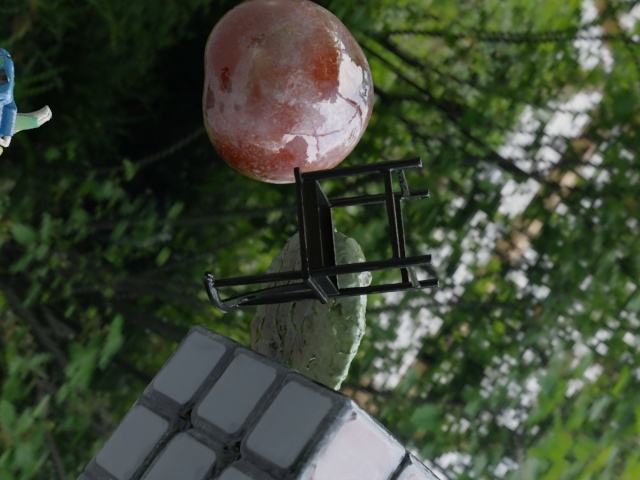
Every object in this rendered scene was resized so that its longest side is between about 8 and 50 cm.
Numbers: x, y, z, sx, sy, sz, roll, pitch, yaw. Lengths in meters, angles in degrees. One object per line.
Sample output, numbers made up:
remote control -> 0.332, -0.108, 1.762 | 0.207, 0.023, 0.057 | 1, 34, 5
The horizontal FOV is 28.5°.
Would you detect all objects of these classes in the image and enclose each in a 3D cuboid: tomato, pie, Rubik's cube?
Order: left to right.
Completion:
Rubik's cube -> -0.054, 0.309, 1.273 | 0.303, 0.305, 0.301 | -52, -145, -14
tomato -> -0.040, -0.216, 1.795 | 0.270, 0.227, 0.270 | -2, 90, -67
pie -> -0.022, 0.116, 1.755 | 0.306, 0.071, 0.306 | -169, -90, -67

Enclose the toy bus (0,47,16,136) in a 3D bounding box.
toy bus -> -0.577, -0.213, 1.872 | 0.246, 0.134, 0.113 | -7, 141, -29

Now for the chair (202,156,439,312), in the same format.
chair -> 0.000, 0.000, 1.471 | 0.154, 0.260, 0.141 | 59, 25, -73

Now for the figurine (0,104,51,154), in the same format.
figurine -> -0.525, -0.169, 2.056 | 0.187, 0.083, 0.083 | -24, 172, -10
